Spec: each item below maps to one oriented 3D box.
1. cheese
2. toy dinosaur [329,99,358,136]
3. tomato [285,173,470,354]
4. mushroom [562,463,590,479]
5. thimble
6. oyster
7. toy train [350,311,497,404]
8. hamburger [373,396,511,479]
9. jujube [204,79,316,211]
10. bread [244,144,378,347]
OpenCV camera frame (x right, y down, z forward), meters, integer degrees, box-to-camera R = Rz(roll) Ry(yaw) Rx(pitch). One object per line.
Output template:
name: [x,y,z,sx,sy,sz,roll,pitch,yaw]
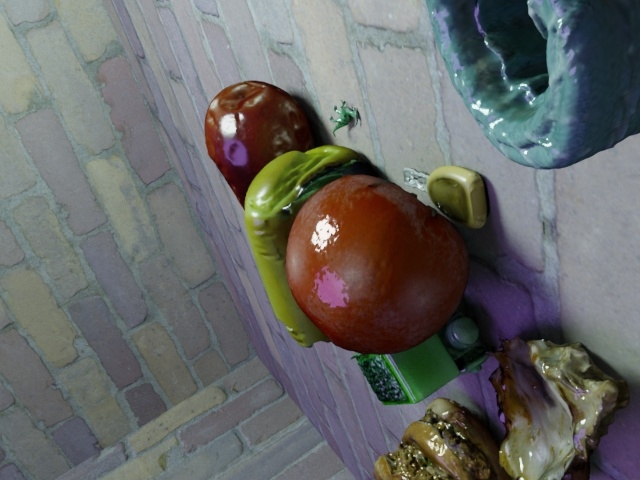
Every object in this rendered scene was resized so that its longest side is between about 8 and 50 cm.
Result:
cheese: [0.170,-0.075,0.890,0.162,0.036,0.086,34,147,54]
toy dinosaur: [0.043,-0.204,1.070,0.062,0.021,0.083,31,147,34]
tomato: [0.076,0.040,0.908,0.265,0.264,0.265,51,160,27]
mushroom: [0.361,0.320,0.947,0.123,0.052,0.123,50,154,36]
thimble: [0.181,-0.182,0.478,0.235,0.143,0.198,65,171,-2]
oyster: [0.302,0.208,0.838,0.361,0.096,0.222,94,165,-57]
toy train: [0.167,0.192,1.062,0.133,0.188,0.243,59,163,7]
hamburger: [0.242,0.449,1.212,0.245,0.211,0.261,37,157,37]
jujube: [-0.108,-0.161,1.259,0.223,0.223,0.318,43,159,44]
bread: [0.000,0.000,1.158,0.377,0.251,0.208,76,173,-45]
